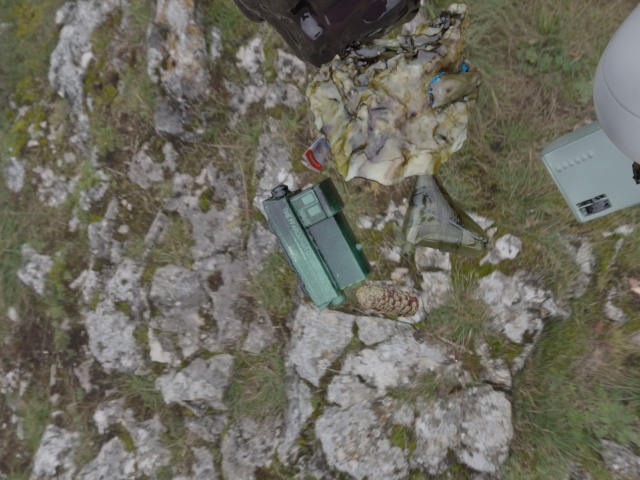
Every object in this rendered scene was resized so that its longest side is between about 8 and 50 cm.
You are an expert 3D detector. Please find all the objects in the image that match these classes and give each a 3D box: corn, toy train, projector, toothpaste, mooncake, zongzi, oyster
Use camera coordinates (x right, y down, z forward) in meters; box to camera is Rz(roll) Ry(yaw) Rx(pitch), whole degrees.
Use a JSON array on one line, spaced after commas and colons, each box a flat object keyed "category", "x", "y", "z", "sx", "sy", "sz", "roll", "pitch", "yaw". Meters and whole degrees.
[{"category": "corn", "x": 0.206, "y": 0.185, "z": 1.839, "sx": 0.086, "sy": 0.253, "sz": 0.086, "roll": -15, "pitch": 68, "yaw": 41}, {"category": "toy train", "x": 0.000, "y": 0.000, "z": 1.456, "sx": 0.178, "sy": 0.138, "sz": 0.330, "roll": -26, "pitch": 96, "yaw": 22}, {"category": "projector", "x": 0.671, "y": -0.177, "z": 1.389, "sx": 0.250, "sy": 0.108, "sz": 0.198, "roll": -26, "pitch": 102, "yaw": 42}, {"category": "toothpaste", "x": 0.015, "y": -0.312, "z": 1.960, "sx": 0.048, "sy": 0.301, "sz": 0.075, "roll": -4, "pitch": 122, "yaw": 25}, {"category": "mooncake", "x": -0.051, "y": -0.443, "z": 0.886, "sx": 0.212, "sy": 0.350, "sz": 0.381, "roll": -38, "pitch": 41, "yaw": -6}, {"category": "zongzi", "x": 0.331, "y": -0.088, "z": 1.542, "sx": 0.221, "sy": 0.112, "sz": 0.242, "roll": 13, "pitch": 86, "yaw": -5}, {"category": "oyster", "x": 0.094, "y": -0.173, "z": 0.714, "sx": 0.214, "sy": 0.083, "sz": 0.222, "roll": -14, "pitch": 67, "yaw": -1}]

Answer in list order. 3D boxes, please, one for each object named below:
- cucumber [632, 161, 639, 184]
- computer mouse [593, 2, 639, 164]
[{"category": "cucumber", "x": 0.638, "y": -0.173, "z": 1.107, "sx": 0.096, "sy": 0.359, "sz": 0.096, "roll": 21, "pitch": 127, "yaw": 31}, {"category": "computer mouse", "x": 0.356, "y": -0.184, "z": 0.477, "sx": 0.297, "sy": 0.121, "sz": 0.184, "roll": -38, "pitch": 43, "yaw": 26}]
